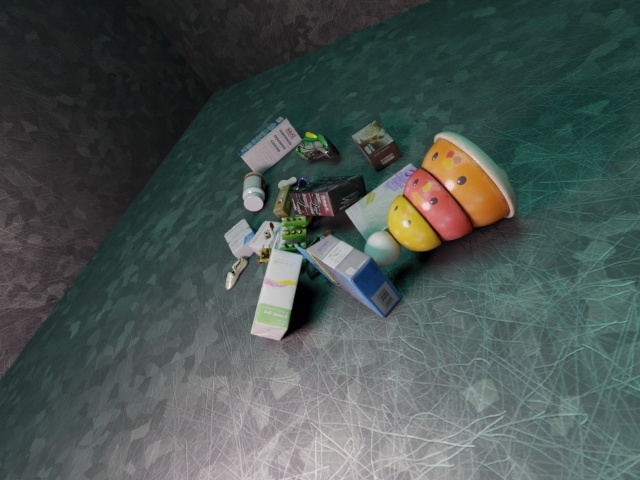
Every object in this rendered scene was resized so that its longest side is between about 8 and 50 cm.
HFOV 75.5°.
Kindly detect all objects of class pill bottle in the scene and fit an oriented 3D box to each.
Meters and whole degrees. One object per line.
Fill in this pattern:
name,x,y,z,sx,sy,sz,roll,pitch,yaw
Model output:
pill bottle,-0.363,-0.267,2.263,0.121,0.121,0.221,-27,41,17

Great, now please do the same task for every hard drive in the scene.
hard drive,-0.001,0.090,1.694,0.135,0.022,0.094,-36,38,5

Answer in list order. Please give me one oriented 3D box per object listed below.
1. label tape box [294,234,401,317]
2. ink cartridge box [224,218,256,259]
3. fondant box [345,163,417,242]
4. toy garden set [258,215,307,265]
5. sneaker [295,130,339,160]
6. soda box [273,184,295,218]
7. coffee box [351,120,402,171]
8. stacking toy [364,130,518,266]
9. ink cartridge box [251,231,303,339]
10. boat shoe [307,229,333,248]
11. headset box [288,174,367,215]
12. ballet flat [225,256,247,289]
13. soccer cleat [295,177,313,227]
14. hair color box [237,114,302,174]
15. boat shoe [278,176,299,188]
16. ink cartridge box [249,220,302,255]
label tape box,0.090,0.101,1.430,0.106,0.240,0.334,-48,39,-10
ink cartridge box,-0.382,-0.003,2.052,0.140,0.082,0.190,-40,37,-1
fondant box,0.287,-0.128,1.612,0.330,0.096,0.238,-35,38,5
toy garden set,-0.161,-0.003,1.759,0.204,0.049,0.244,-5,59,6
sneaker,-0.020,-0.478,2.203,0.146,0.134,0.343,-51,30,-3
soda box,-0.180,-0.196,2.091,0.058,0.061,0.181,-14,45,29
coffee box,0.261,-0.446,1.941,0.141,0.098,0.246,-33,38,10
stacking toy,0.342,-0.077,1.338,0.480,0.350,0.350,-42,38,7
ink cartridge box,-0.155,0.170,1.543,0.207,0.119,0.353,119,163,-62
boat shoe,0.000,0.000,1.765,0.137,0.043,0.049,-46,36,-9
headset box,0.041,-0.194,1.779,0.218,0.110,0.293,-31,23,-35
ballet flat,-0.407,0.150,1.945,0.057,0.052,0.168,6,57,43
soccer cleat,-0.089,-0.180,1.951,0.094,0.121,0.289,-19,43,25
hair color box,-0.300,-0.559,2.456,0.347,0.174,0.105,-40,37,0
boat shoe,-0.170,-0.309,2.213,0.125,0.038,0.046,-20,84,32
ink cartridge box,-0.202,0.000,1.892,0.212,0.093,0.154,9,58,41
